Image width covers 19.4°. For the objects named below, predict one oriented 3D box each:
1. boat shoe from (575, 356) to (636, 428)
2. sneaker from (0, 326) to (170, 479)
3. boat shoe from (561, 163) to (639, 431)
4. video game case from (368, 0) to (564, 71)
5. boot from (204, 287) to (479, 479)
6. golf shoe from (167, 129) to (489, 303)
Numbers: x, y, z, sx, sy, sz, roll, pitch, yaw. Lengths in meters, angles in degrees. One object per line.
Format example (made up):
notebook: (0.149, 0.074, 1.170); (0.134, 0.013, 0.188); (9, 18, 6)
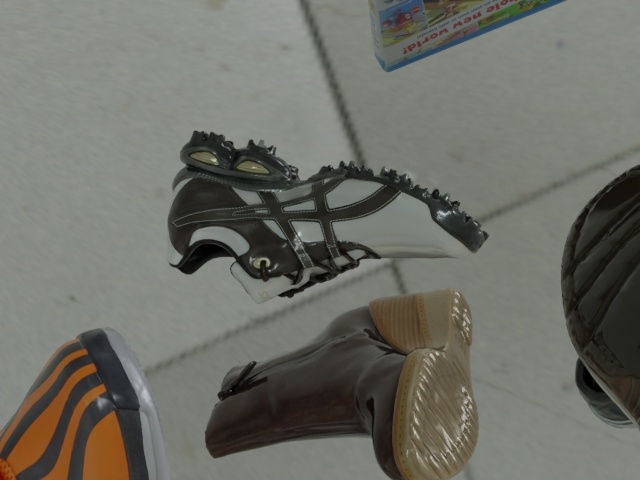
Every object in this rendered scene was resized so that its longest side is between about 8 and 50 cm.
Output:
boat shoe: (0.152, 0.014, 0.718); (0.142, 0.049, 0.040); (-51, 150, 4)
sneaker: (-0.201, 0.181, 1.083); (0.180, 0.124, 0.321); (-8, 140, -29)
boat shoe: (0.131, 0.044, 0.610); (0.072, 0.190, 0.068); (37, 113, -25)
video game case: (0.072, -0.145, 0.774); (0.119, 0.015, 0.166); (-23, 148, -8)
boot: (0.010, 0.132, 1.385); (0.207, 0.248, 0.090); (-22, 110, 18)
golf shoe: (0.000, 0.000, 1.090); (0.077, 0.198, 0.094); (40, 65, -60)
